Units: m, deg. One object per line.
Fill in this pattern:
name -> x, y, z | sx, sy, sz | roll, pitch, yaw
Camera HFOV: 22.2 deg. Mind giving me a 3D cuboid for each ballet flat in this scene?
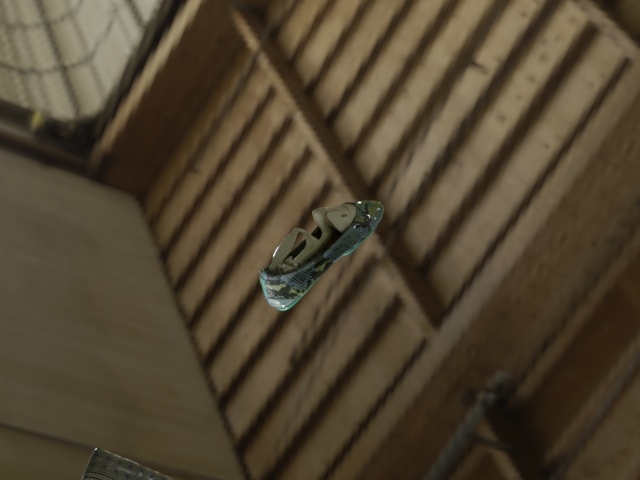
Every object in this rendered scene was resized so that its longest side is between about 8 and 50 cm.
ballet flat -> 0.000, 0.000, 1.886 | 0.188, 0.070, 0.070 | -46, -160, -25

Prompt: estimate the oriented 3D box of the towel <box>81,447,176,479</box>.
towel -> -0.209, 0.470, 2.206 | 0.056, 0.324, 0.312 | -48, -159, 41
